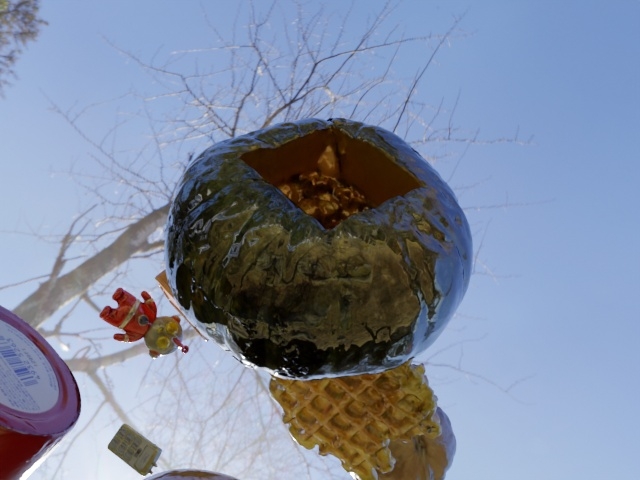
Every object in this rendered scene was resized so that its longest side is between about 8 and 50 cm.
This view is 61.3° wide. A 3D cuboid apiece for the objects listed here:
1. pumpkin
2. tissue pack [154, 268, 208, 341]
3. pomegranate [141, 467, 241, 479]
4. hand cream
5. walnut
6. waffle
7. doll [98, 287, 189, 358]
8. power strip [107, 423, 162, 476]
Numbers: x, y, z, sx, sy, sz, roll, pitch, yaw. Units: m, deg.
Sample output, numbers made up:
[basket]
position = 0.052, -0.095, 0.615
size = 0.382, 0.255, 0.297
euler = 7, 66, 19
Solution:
[pumpkin]
position = 0.000, 0.000, 0.564
size = 0.320, 0.320, 0.192
euler = 15, -45, 6
[tissue pack]
position = -0.274, 0.096, 1.461
size = 0.194, 0.274, 0.145
euler = 35, -26, 34
[pomegranate]
position = -0.155, 0.388, 0.562
size = 0.319, 0.319, 0.319
euler = 5, -66, 10
[hand cream]
position = -0.390, 0.175, 0.583
size = 0.149, 0.230, 0.230
euler = -43, -80, -4
[walnut]
position = 0.187, 0.483, 1.273
size = 0.227, 0.273, 0.273
euler = 46, -65, 6
[waffle]
position = 0.046, 0.244, 0.829
size = 0.282, 0.058, 0.300
euler = 21, -56, 17
[doll]
position = -0.437, 0.221, 1.378
size = 0.245, 0.142, 0.076
euler = 39, -27, -18
[power strip]
position = -0.475, 0.539, 1.386
size = 0.169, 0.076, 0.028
euler = 18, -26, 32
